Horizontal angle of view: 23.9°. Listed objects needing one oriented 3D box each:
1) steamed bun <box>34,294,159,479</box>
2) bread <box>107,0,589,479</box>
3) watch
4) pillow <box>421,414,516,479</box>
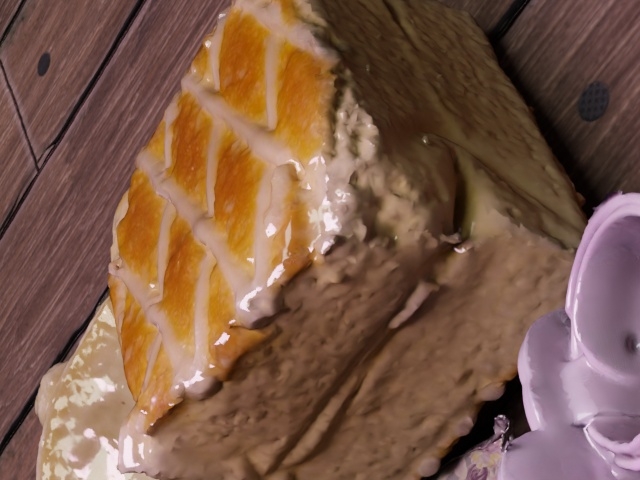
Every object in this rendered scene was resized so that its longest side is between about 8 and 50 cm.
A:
[{"bbox_3d":[-0.209,0.195,1.646,0.247,0.189,0.428,14,95,21],"label":"steamed bun"},{"bbox_3d":[0.000,0.000,1.307,0.371,0.279,0.390,-53,31,28],"label":"bread"},{"bbox_3d":[0.237,0.093,1.031,0.217,0.211,0.248,112,158,-49],"label":"watch"},{"bbox_3d":[0.146,0.280,1.232,0.169,0.059,0.255,-50,42,43],"label":"pillow"}]
